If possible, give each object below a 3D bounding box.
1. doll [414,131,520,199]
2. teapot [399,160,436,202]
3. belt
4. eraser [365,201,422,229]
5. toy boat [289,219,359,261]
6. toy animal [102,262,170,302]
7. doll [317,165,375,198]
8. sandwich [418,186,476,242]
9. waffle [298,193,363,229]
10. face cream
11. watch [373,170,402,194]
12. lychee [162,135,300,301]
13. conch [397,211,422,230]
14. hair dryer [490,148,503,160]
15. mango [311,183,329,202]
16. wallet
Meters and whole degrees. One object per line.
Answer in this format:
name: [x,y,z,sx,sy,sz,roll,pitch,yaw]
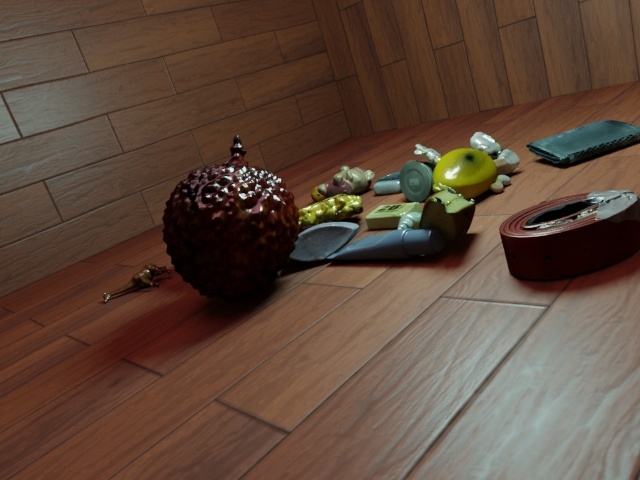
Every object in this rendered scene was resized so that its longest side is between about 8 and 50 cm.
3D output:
doll: [0.539,-0.276,1.895,0.423,0.161,0.348,-8,41,-16]
teapot: [0.421,-0.237,2.021,0.149,0.162,0.239,-16,27,-36]
belt: [0.574,-0.023,1.185,0.323,0.115,0.227,-19,17,-3]
eraser: [0.259,-0.087,1.836,0.172,0.058,0.117,-2,24,44]
toy boat: [-0.014,0.007,1.776,0.276,0.111,0.293,-22,2,-9]
toy animal: [-0.735,0.173,2.071,0.229,0.066,0.224,3,44,31]
doll: [0.121,-0.265,2.405,0.196,0.152,0.256,14,29,39]
sandwich: [0.347,-0.068,1.453,0.122,0.128,0.235,22,19,23]
waffle: [-0.025,-0.093,1.969,0.382,0.095,0.379,-17,3,12]
face cream: [0.189,0.016,1.541,0.135,0.086,0.385,-30,15,-39]
watch: [0.343,-0.263,2.306,0.206,0.068,0.193,-6,21,42]
lychee: [-0.266,-0.064,1.581,0.424,0.500,0.424,10,10,-2]
conch: [0.293,-0.048,1.690,0.180,0.088,0.065,-25,60,-42]
hair dryer: [0.650,-0.318,2.177,0.195,0.078,0.248,-17,7,8]
mango: [0.020,-0.237,2.537,0.105,0.084,0.159,-2,23,30]
wallet: [0.980,-0.360,1.925,0.342,0.075,0.237,-17,22,-4]
